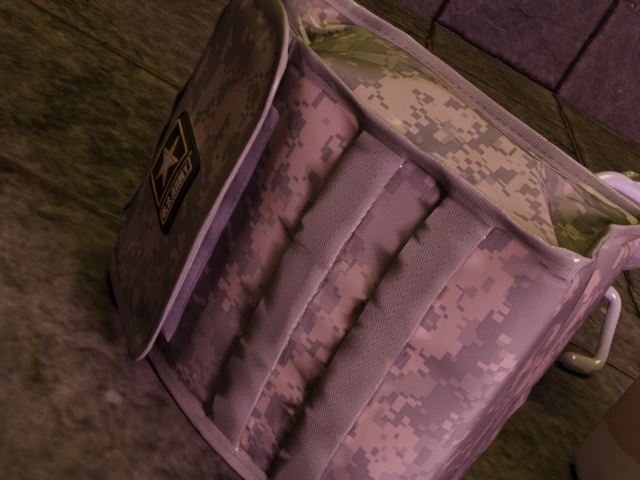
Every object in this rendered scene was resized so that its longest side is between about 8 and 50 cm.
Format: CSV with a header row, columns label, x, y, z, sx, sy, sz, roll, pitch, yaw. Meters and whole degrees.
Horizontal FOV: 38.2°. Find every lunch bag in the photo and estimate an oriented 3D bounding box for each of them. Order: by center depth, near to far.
label,x,y,z,sx,sy,sz,roll,pitch,yaw
lunch bag,0.000,0.000,0.542,0.287,0.235,0.169,41,28,21

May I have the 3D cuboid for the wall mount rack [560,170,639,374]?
label,x,y,z,sx,sy,sz,roll,pitch,yaw
wall mount rack,0.185,0.014,0.762,0.304,0.131,0.350,27,-15,-14

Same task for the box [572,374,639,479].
label,x,y,z,sx,sy,sz,roll,pitch,yaw
box,0.267,0.220,0.573,0.148,0.121,0.311,28,24,-7
